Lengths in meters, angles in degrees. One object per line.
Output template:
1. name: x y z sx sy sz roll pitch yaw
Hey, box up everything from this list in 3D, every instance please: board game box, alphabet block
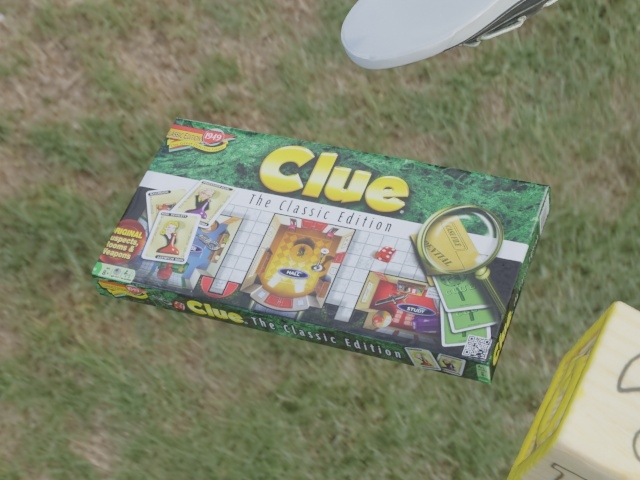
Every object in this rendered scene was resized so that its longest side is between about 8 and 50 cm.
1. board game box: 0.000 0.000 0.863 0.260 0.030 0.136 11 54 19
2. alphabet block: 0.337 0.213 1.470 0.197 0.193 0.192 27 62 3

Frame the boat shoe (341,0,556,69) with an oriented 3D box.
1. boat shoe: 0.120 -0.183 1.072 0.219 0.070 0.077 -27 60 -6
